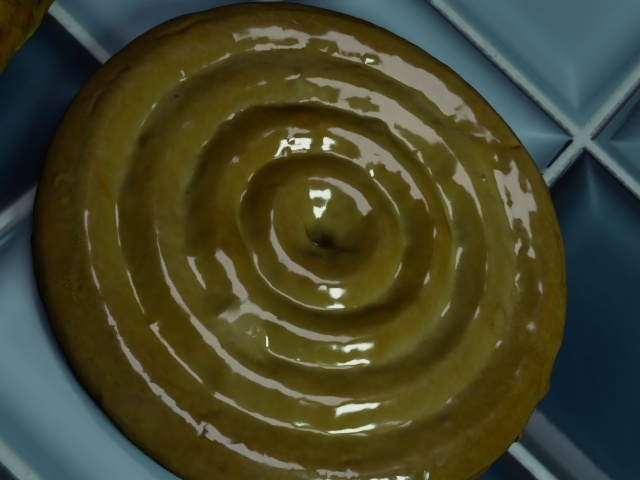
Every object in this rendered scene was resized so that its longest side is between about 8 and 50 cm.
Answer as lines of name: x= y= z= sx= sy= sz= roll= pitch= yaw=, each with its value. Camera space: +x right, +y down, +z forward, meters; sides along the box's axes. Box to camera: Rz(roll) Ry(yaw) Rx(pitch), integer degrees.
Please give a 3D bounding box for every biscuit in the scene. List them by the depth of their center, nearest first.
biscuit: x=0.000 y=0.000 z=0.580 sx=0.261 sy=0.037 sz=0.262 roll=8 pitch=64 yaw=-17

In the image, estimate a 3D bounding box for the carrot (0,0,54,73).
carrot: x=-0.183 y=-0.049 z=0.518 sx=0.070 sy=0.070 sz=0.260 roll=31 pitch=58 yaw=-5
